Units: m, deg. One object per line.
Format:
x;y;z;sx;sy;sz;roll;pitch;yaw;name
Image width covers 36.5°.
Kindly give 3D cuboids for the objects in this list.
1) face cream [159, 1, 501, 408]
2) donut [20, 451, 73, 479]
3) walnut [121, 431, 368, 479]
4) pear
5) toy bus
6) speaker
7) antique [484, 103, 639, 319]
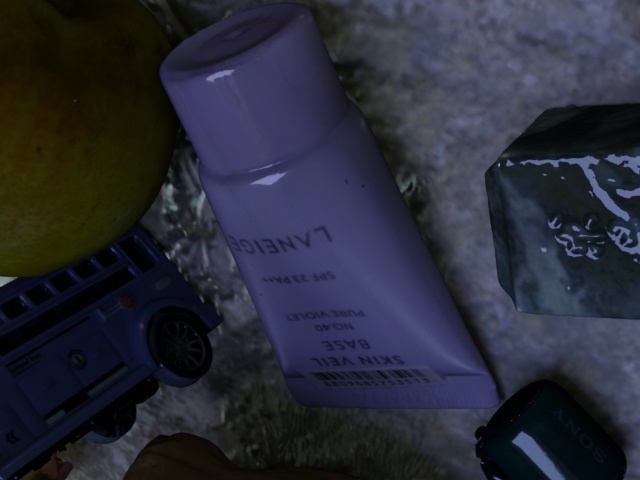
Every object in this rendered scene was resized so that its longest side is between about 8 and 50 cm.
0.000;0.000;0.584;0.154;0.096;0.274;-8;122;29;face cream
-0.365;0.097;0.772;0.371;0.150;0.307;31;142;13;donut
-0.040;0.324;0.620;0.383;0.383;0.384;13;119;25;walnut
-0.176;-0.076;0.574;0.200;0.200;0.200;13;119;25;pear
-0.200;0.099;0.610;0.125;0.292;0.133;-37;89;37;toy bus
0.127;0.133;0.581;0.075;0.060;0.094;47;127;4;speaker
0.174;-0.017;0.465;0.183;0.086;0.088;0;112;30;antique
